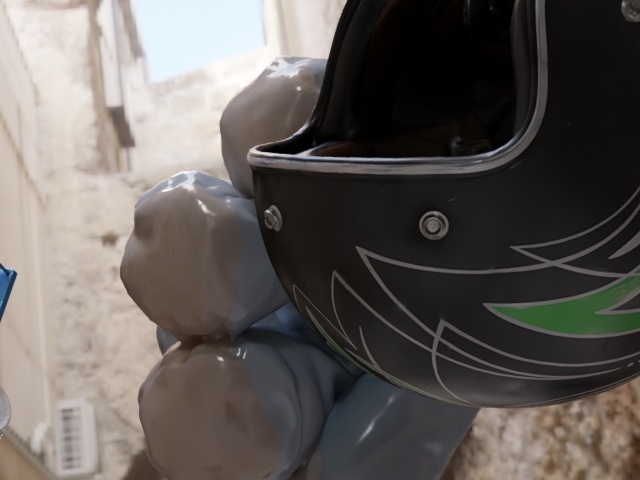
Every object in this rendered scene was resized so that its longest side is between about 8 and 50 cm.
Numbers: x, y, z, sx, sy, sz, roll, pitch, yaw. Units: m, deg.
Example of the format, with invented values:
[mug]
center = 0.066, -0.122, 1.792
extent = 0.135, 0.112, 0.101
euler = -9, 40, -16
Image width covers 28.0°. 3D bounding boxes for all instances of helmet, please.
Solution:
[helmet]
center = 0.064, -0.020, 0.447
extent = 0.169, 0.161, 0.169
euler = 25, -7, 3

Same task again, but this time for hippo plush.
[hippo plush]
center = 0.000, 0.000, 0.707
extent = 0.294, 0.234, 0.236
euler = -42, 22, -11

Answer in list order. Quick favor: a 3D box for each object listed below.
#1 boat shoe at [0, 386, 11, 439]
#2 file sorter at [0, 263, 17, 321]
[boat shoe]
center = -0.328, 0.096, 0.967
extent = 0.096, 0.098, 0.277
euler = -36, -37, 20
[file sorter]
center = -0.450, 0.085, 1.493
extent = 0.118, 0.170, 0.104
euler = 4, -29, 18
